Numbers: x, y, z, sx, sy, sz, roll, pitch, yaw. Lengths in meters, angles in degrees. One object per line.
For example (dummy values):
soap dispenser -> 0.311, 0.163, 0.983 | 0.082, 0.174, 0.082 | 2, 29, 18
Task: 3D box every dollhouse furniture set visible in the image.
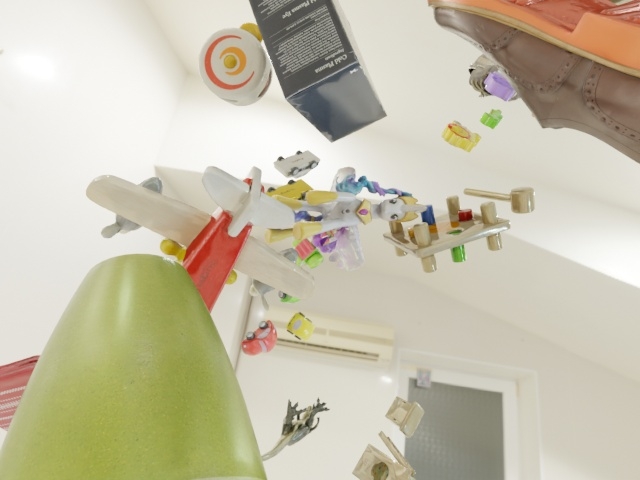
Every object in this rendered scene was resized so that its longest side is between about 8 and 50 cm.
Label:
dollhouse furniture set -> 0.175, 0.403, 0.801 | 0.101, 0.161, 0.182 | 14, -29, 47

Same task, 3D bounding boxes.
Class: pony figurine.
pony figurine -> 0.045, -0.059, 1.154 | 0.364, 0.302, 0.351 | -6, -1, -28

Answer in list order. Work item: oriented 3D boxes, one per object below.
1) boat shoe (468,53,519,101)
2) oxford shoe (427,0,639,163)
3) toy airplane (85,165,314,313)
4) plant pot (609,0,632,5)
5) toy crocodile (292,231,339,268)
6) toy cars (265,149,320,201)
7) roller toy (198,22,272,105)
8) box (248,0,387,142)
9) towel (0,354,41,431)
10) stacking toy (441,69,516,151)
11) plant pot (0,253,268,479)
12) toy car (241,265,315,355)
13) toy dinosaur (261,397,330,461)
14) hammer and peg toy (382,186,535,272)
boat shoe -> 0.559, -0.514, 1.433 | 0.130, 0.355, 0.132 | -30, -66, 25
oxford shoe -> 0.166, -0.140, 0.341 | 0.097, 0.271, 0.098 | -17, -49, -12
toy airplane -> -0.228, 0.007, 0.923 | 0.385, 0.272, 0.386 | -17, -67, -9
plant pot -> 0.539, -0.672, 0.940 | 0.334, 0.305, 0.333 | 2, -60, 4
toy crocodile -> 0.000, 0.000, 1.538 | 0.341, 0.115, 0.105 | -36, -19, 9
toy cars -> -0.108, -0.218, 1.679 | 0.177, 0.393, 0.087 | 12, -48, -2
roller toy -> -0.235, -0.487, 1.250 | 0.209, 0.191, 0.146 | -20, 4, 6
box -> 0.002, -0.457, 1.098 | 0.179, 0.312, 0.343 | -24, -12, 16
towel -> -0.426, 0.283, 0.721 | 0.199, 0.031, 0.274 | -16, -50, 13
stacking toy -> 0.265, -0.231, 0.640 | 0.052, 0.221, 0.167 | 38, -50, 13
plant pot -> -0.222, 0.173, 0.537 | 0.275, 0.293, 0.274 | -11, -36, -8
toy car -> -0.076, 0.174, 1.103 | 0.053, 0.224, 0.239 | 25, 18, 38
toy dinosaur -> -0.052, 0.383, 0.917 | 0.064, 0.118, 0.268 | 37, 14, 24
hammer and peg toy -> 0.372, -0.041, 1.192 | 0.361, 0.127, 0.266 | -18, 14, -9
